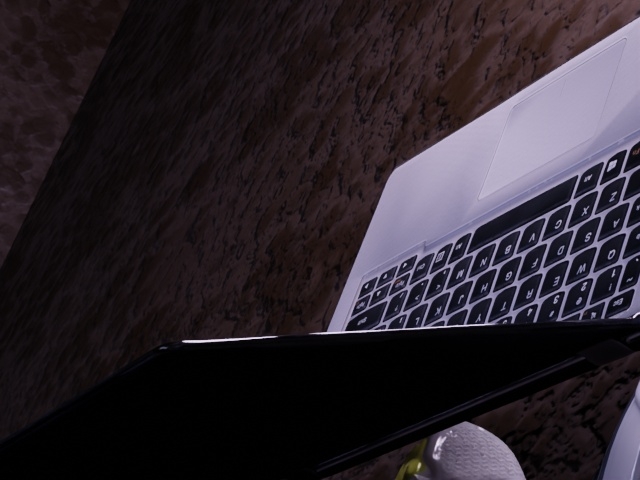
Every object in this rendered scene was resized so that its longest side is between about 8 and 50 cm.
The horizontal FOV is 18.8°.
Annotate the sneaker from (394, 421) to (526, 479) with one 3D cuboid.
[{"bbox_3d":[0.046,0.214,1.083,0.126,0.091,0.240,-45,19,42],"label":"sneaker"}]

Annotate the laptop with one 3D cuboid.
[{"bbox_3d":[0.000,0.000,1.064,0.382,0.236,0.408,-30,32,53],"label":"laptop"}]

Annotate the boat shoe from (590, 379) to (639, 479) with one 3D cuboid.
[{"bbox_3d":[0.150,0.155,0.908,0.102,0.108,0.301,-9,57,64],"label":"boat shoe"}]
